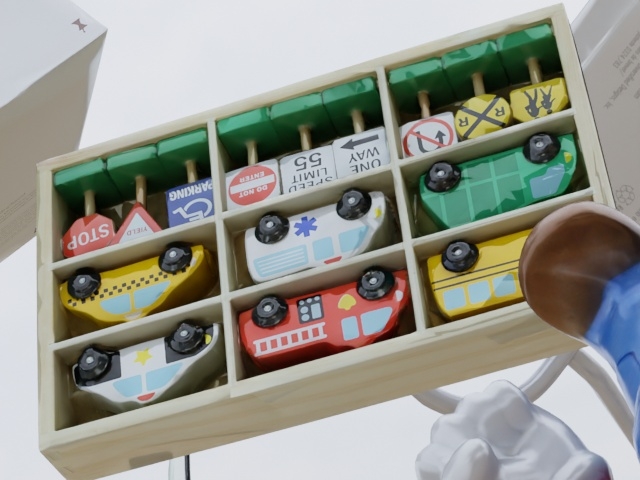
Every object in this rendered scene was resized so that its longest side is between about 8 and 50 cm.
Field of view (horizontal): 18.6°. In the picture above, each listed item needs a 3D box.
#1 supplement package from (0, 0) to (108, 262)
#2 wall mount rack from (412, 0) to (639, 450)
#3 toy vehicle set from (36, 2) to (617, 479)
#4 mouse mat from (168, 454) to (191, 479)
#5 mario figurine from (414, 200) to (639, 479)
[{"bbox_3d":[-0.273,-0.072,1.307,0.194,0.149,0.203,-42,-17,-38],"label":"supplement package"},{"bbox_3d":[0.185,-0.014,1.135,0.350,0.304,0.130,-51,6,-11],"label":"wall mount rack"},{"bbox_3d":[0.000,0.000,0.883,0.267,0.166,0.035,-16,-39,10],"label":"toy vehicle set"},{"bbox_3d":[-0.077,0.162,1.064,0.007,0.190,0.152,3,-42,-7],"label":"mouse mat"},{"bbox_3d":[0.138,0.047,0.597,0.170,0.320,0.198,11,-62,-12],"label":"mario figurine"}]
